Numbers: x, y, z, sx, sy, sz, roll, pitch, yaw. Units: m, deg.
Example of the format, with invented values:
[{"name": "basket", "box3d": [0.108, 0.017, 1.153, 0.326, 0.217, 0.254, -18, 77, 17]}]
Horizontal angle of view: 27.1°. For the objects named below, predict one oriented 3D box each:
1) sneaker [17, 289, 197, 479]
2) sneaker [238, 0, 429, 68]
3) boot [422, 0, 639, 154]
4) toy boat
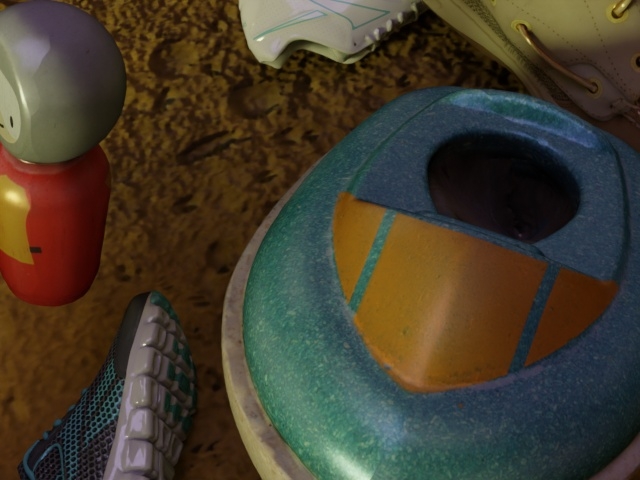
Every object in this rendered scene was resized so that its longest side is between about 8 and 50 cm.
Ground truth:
[{"name": "sneaker", "box3d": [-0.105, 0.095, 0.622, 0.076, 0.065, 0.166, -4, 52, 15]}, {"name": "sneaker", "box3d": [0.028, -0.134, 0.775, 0.152, 0.053, 0.061, -9, 76, 0]}, {"name": "boot", "box3d": [0.152, -0.142, 0.631, 0.095, 0.203, 0.262, -39, 71, -22]}, {"name": "toy boat", "box3d": [0.000, 0.000, 0.563, 0.318, 0.148, 0.267, 16, 42, 7]}]
